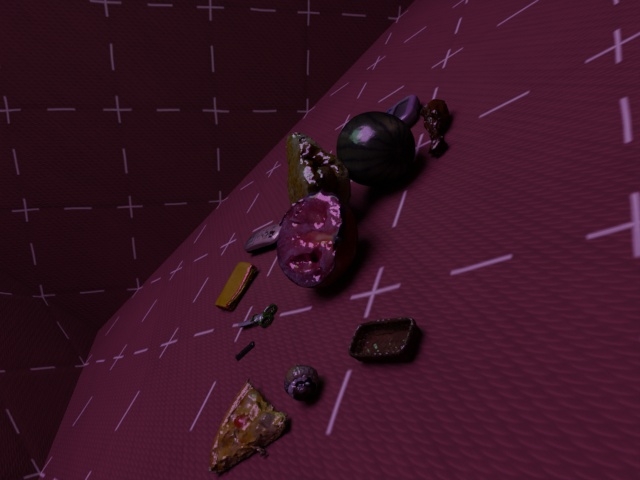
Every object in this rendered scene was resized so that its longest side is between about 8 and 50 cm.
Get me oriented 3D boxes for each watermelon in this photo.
[{"bbox_3d":[0.198,-0.344,1.727,0.279,0.279,0.359,-49,19,-5],"label":"watermelon"}]

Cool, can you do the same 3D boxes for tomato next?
[{"bbox_3d":[0.003,-0.004,1.572,0.289,0.176,0.335,7,89,39],"label":"tomato"}]

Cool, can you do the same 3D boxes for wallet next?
[{"bbox_3d":[-0.384,0.214,2.114,0.141,0.067,0.241,-1,55,53],"label":"wallet"}]

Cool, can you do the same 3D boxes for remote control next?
[{"bbox_3d":[-0.280,0.406,1.687,0.091,0.016,0.034,-42,19,10],"label":"remote control"}]

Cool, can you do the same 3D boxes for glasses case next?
[{"bbox_3d":[-0.273,-0.008,2.244,0.314,0.075,0.122,-16,35,50],"label":"glasses case"}]

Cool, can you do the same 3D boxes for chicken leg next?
[{"bbox_3d":[0.431,-0.416,1.708,0.113,0.093,0.305,-48,25,46],"label":"chicken leg"}]

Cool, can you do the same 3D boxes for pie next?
[{"bbox_3d":[-0.033,-0.213,1.812,0.180,0.395,0.418,-11,39,-20],"label":"pie"}]

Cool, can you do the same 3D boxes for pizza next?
[{"bbox_3d":[-0.194,0.512,1.305,0.287,0.075,0.280,-27,31,39],"label":"pizza"}]

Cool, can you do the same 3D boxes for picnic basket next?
[{"bbox_3d":[0.160,0.252,1.140,0.193,0.055,0.110,-19,35,48],"label":"picnic basket"}]

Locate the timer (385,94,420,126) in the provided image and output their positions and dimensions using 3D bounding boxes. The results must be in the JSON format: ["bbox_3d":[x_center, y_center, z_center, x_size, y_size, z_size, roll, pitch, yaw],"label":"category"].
[{"bbox_3d":[0.356,-0.556,2.053,0.190,0.069,0.209,-24,31,41],"label":"timer"}]

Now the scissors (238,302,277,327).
[{"bbox_3d":[-0.250,0.309,1.774,0.204,0.027,0.101,-26,28,36],"label":"scissors"}]

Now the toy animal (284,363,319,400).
[{"bbox_3d":[-0.060,0.396,1.251,0.137,0.098,0.098,-47,17,46],"label":"toy animal"}]
